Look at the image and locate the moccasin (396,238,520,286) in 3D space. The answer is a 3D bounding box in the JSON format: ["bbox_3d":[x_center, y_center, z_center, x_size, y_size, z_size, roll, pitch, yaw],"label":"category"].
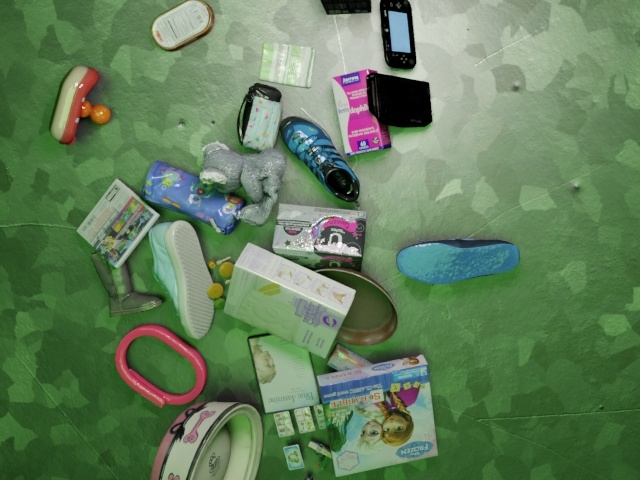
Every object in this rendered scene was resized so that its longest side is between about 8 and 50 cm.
[{"bbox_3d":[0.385,0.060,1.857,0.342,0.117,0.137,1,99,1],"label":"moccasin"}]

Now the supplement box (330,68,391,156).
[{"bbox_3d":[0.114,-0.352,1.805,0.111,0.114,0.220,-9,97,20],"label":"supplement box"}]

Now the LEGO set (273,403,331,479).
[{"bbox_3d":[-0.024,0.625,2.015,0.183,0.060,0.244,-15,94,10],"label":"LEGO set"}]

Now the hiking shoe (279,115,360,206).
[{"bbox_3d":[0.011,-0.226,1.805,0.304,0.132,0.113,43,97,-18],"label":"hiking shoe"}]

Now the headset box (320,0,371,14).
[{"bbox_3d":[0.064,-0.753,1.688,0.131,0.246,0.283,-1,98,6],"label":"headset box"}]

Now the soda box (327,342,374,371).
[{"bbox_3d":[0.111,0.383,1.955,0.183,0.063,0.058,31,103,-1],"label":"soda box"}]

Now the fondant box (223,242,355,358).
[{"bbox_3d":[-0.093,0.173,1.837,0.330,0.096,0.238,23,138,3],"label":"fondant box"}]

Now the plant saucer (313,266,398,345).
[{"bbox_3d":[0.078,0.182,1.867,0.311,0.050,0.310,14,136,14],"label":"plant saucer"}]

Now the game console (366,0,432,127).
[{"bbox_3d":[0.206,-0.484,1.764,0.213,0.044,0.361,-3,87,-39],"label":"game console"}]

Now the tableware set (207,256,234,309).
[{"bbox_3d":[-0.294,0.127,1.953,0.104,0.024,0.154,-23,110,-15],"label":"tableware set"}]

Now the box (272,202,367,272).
[{"bbox_3d":[0.000,0.000,1.831,0.247,0.163,0.142,5,68,4],"label":"box"}]

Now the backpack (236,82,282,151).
[{"bbox_3d":[-0.167,-0.340,1.828,0.115,0.152,0.182,15,106,-1],"label":"backpack"}]

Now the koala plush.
[{"bbox_3d":[-0.223,-0.184,1.782,0.221,0.196,0.203,18,128,-15],"label":"koala plush"}]

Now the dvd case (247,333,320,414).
[{"bbox_3d":[-0.112,0.401,1.997,0.180,0.022,0.253,-11,98,6],"label":"dvd case"}]

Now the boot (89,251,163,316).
[{"bbox_3d":[-0.585,0.118,1.975,0.190,0.076,0.208,-11,91,4],"label":"boot"}]

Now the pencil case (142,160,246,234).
[{"bbox_3d":[-0.365,-0.116,1.884,0.306,0.133,0.119,24,141,2],"label":"pencil case"}]

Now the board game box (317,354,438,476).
[{"bbox_3d":[0.171,0.516,1.916,0.319,0.066,0.318,-11,109,-3],"label":"board game box"}]

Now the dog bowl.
[{"bbox_3d":[-0.329,0.651,1.882,0.150,0.408,0.407,11,100,24],"label":"dog bowl"}]

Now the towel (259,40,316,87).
[{"bbox_3d":[-0.094,-0.500,1.853,0.152,0.023,0.113,10,99,3],"label":"towel"}]

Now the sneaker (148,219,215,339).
[{"bbox_3d":[-0.420,0.115,1.944,0.150,0.135,0.365,1,105,34],"label":"sneaker"}]

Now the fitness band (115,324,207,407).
[{"bbox_3d":[-0.489,0.388,2.015,0.291,0.054,0.209,36,97,-2],"label":"fitness band"}]

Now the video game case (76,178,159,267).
[{"bbox_3d":[-0.598,-0.051,1.927,0.183,0.023,0.201,39,92,17],"label":"video game case"}]

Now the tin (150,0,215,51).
[{"bbox_3d":[-0.393,-0.613,1.855,0.190,0.040,0.106,-26,92,8],"label":"tin"}]

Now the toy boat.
[{"bbox_3d":[-0.680,-0.380,1.879,0.151,0.151,0.231,14,102,-28],"label":"toy boat"}]
